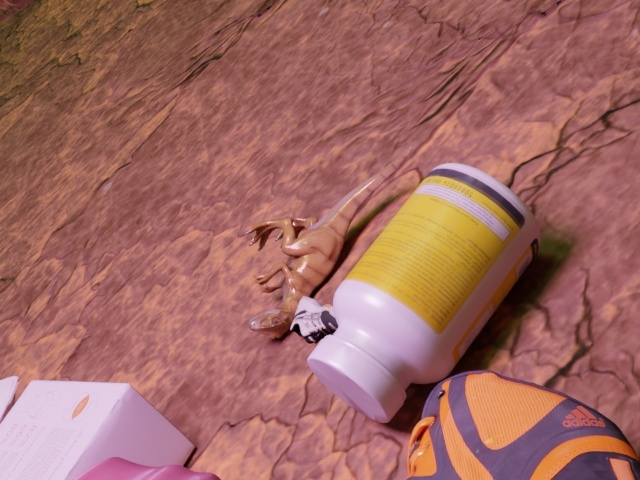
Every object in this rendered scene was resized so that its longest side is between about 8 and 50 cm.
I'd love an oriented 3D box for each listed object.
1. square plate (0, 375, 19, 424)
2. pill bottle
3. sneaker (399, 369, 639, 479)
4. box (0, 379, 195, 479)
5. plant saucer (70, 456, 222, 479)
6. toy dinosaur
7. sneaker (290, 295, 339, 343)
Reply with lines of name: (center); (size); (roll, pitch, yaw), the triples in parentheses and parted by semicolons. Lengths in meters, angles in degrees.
square plate: (-0.476, 0.317, 1.179); (0.347, 0.049, 0.344); (-21, 32, 22)
pill bottle: (0.074, 0.039, 0.859); (0.184, 0.103, 0.103); (-51, 29, -18)
sneaker: (0.045, 0.188, 0.692); (0.321, 0.125, 0.180); (-18, 30, 18)
box: (-0.216, 0.199, 1.007); (0.170, 0.091, 0.130); (-5, 44, 48)
plant saucer: (-0.199, 0.254, 0.744); (0.332, 0.084, 0.332); (-44, -7, -7)
toy dinosaur: (0.000, 0.000, 1.073); (0.112, 0.064, 0.211); (24, 77, 41)
sneaker: (0.004, 0.073, 0.985); (0.083, 0.032, 0.037); (10, 70, 62)
